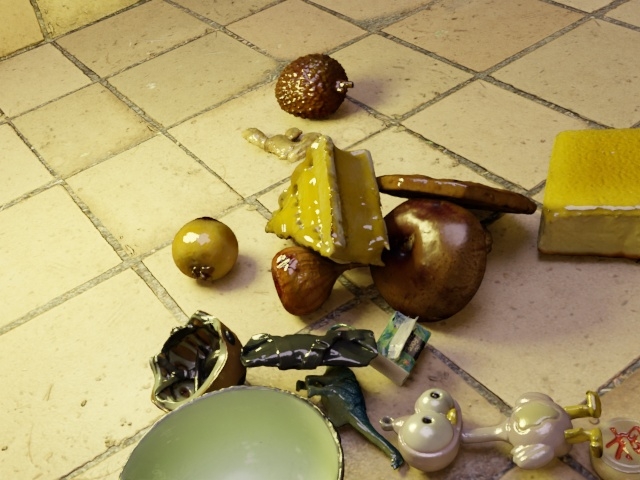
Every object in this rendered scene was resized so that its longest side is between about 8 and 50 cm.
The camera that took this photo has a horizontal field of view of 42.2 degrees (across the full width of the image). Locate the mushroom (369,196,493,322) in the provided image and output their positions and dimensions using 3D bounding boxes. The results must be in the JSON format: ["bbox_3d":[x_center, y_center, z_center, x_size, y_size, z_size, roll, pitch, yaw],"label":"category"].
[{"bbox_3d":[0.236,0.044,1.664,0.255,0.267,0.267,19,38,-12],"label":"mushroom"}]

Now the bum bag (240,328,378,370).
[{"bbox_3d":[-0.021,0.197,1.506,0.248,0.060,0.123,-8,15,4],"label":"bum bag"}]

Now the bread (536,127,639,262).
[{"bbox_3d":[0.639,-0.102,1.762,0.324,0.143,0.333,4,41,21],"label":"bread"}]

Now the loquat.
[{"bbox_3d":[-0.259,0.020,1.861,0.163,0.137,0.163,7,42,-6],"label":"loquat"}]

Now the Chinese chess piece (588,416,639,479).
[{"bbox_3d":[0.493,0.340,1.325,0.122,0.051,0.122,-8,39,6],"label":"Chinese chess piece"}]

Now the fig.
[{"bbox_3d":[-0.002,0.064,1.726,0.201,0.146,0.134,-24,-2,-4],"label":"fig"}]

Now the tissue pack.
[{"bbox_3d":[0.150,0.196,1.557,0.085,0.079,0.111,33,50,6],"label":"tissue pack"}]

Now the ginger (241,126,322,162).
[{"bbox_3d":[-0.100,-0.270,2.244,0.149,0.065,0.259,-26,33,-37],"label":"ginger"}]

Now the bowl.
[{"bbox_3d":[-0.123,0.416,1.289,0.354,0.185,0.354,-7,38,6],"label":"bowl"}]

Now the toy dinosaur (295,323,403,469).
[{"bbox_3d":[0.030,0.277,1.513,0.147,0.076,0.363,3,33,-21],"label":"toy dinosaur"}]

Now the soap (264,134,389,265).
[{"bbox_3d":[0.000,0.000,1.736,0.169,0.304,0.338,15,42,-20],"label":"soap"}]

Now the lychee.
[{"bbox_3d":[-0.016,-0.430,2.314,0.238,0.200,0.200,0,39,33],"label":"lychee"}]

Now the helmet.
[{"bbox_3d":[-0.214,0.247,1.554,0.198,0.130,0.224,-48,37,8],"label":"helmet"}]

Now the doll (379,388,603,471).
[{"bbox_3d":[0.277,0.314,1.377,0.365,0.094,0.160,-1,36,17],"label":"doll"}]

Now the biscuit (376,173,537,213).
[{"bbox_3d":[0.286,-0.099,1.769,0.359,0.046,0.359,10,1,0],"label":"biscuit"}]
